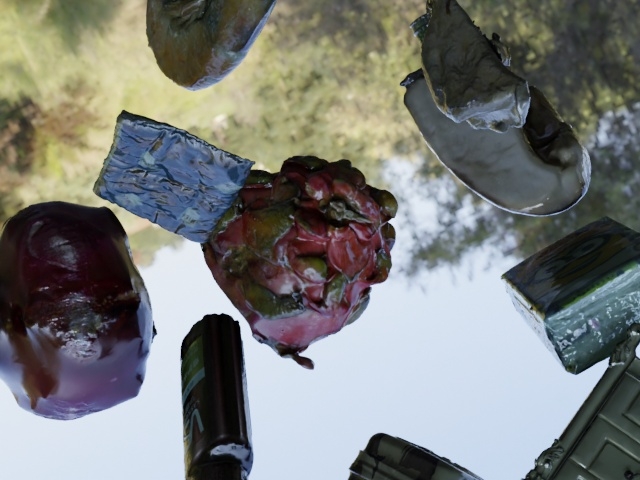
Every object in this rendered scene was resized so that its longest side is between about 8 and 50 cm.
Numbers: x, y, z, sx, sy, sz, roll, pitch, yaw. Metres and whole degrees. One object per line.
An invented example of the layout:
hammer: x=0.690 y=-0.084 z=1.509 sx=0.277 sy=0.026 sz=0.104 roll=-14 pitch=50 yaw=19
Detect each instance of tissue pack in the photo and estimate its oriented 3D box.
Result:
tissue pack: x=0.443 y=0.080 z=1.836 sx=0.228 sy=0.128 sz=0.311 roll=-30 pitch=-168 yaw=2

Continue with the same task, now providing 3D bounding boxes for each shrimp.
shrimp: x=-0.149 y=-0.415 z=1.712 sx=0.085 sy=0.272 sz=0.445 roll=-11 pitch=164 yaw=-41

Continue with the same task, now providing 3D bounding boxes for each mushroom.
mushroom: x=0.361 y=-0.147 z=2.034 sx=0.224 sy=0.314 sz=0.397 roll=-37 pitch=-131 yaw=12

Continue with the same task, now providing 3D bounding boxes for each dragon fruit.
dragon fruit: x=0.000 y=0.000 z=1.734 sx=0.263 sy=0.314 sz=0.296 roll=-38 pitch=174 yaw=22

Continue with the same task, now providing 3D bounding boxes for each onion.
onion: x=-0.514 y=0.134 z=1.924 sx=0.420 sy=0.398 sz=0.398 roll=-9 pitch=180 yaw=-25

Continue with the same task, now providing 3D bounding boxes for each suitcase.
suitcase: x=0.216 y=0.535 z=2.285 sx=0.339 sy=0.351 sz=0.194 roll=17 pitch=-104 yaw=48

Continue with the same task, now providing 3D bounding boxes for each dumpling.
dumpling: x=0.200 y=-0.246 z=1.656 sx=0.086 sy=0.166 sz=0.332 roll=-5 pitch=-137 yaw=-19

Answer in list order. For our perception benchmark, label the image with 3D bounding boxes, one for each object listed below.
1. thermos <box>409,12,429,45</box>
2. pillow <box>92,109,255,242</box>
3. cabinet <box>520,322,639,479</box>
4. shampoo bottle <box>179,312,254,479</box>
thermos: x=0.261 y=-0.378 z=2.291 sx=0.083 sy=0.187 sz=0.073 roll=-28 pitch=176 yaw=19
pillow: x=-0.208 y=-0.082 z=1.529 sx=0.255 sy=0.189 sz=0.034 roll=129 pitch=-21 yaw=-58
cabinet: x=0.483 y=0.349 z=1.661 sx=0.318 sy=0.290 sz=0.227 roll=-50 pitch=162 yaw=-17
shampoo bottle: x=-0.138 y=0.240 z=1.460 sx=0.129 sy=0.084 sz=0.323 roll=-58 pitch=-156 yaw=29
